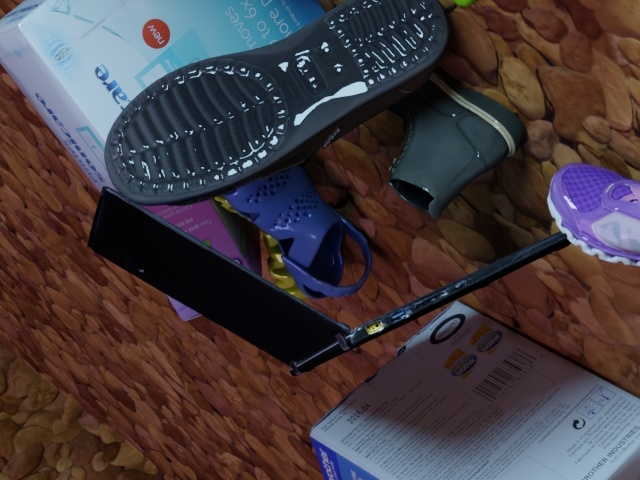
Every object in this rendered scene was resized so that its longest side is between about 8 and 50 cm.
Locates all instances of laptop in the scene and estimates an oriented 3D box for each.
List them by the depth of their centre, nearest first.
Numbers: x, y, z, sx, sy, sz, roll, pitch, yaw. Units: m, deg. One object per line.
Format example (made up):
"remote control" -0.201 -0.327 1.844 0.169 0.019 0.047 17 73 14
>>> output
"laptop" 0.000 0.000 1.828 0.236 0.408 0.382 64 168 3

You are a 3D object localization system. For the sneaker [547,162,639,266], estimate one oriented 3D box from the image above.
"sneaker" 0.318 -0.018 1.612 0.236 0.095 0.104 31 147 24

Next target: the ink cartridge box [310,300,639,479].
"ink cartridge box" 0.179 0.243 2.060 0.395 0.270 0.151 29 147 37

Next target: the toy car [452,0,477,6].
"toy car" 0.113 -0.283 1.455 0.149 0.155 0.188 53 167 -14

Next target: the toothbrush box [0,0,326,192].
"toothbrush box" -0.170 -0.222 1.868 0.216 0.295 0.126 55 157 -17

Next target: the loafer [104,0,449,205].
"loafer" -0.035 -0.124 1.758 0.130 0.366 0.134 57 -169 -72

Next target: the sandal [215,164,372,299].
"sandal" -0.028 -0.037 2.183 0.138 0.126 0.317 18 153 44

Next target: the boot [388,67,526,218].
"boot" 0.091 -0.107 1.799 0.198 0.137 0.077 26 150 43

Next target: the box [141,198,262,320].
"box" -0.180 -0.063 2.262 0.243 0.117 0.213 60 -167 -31
